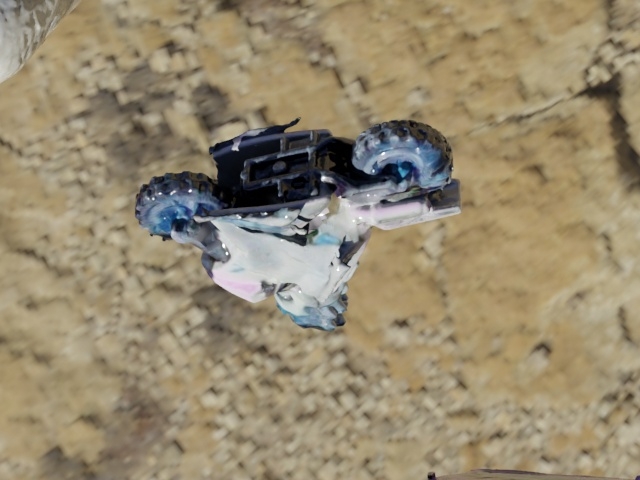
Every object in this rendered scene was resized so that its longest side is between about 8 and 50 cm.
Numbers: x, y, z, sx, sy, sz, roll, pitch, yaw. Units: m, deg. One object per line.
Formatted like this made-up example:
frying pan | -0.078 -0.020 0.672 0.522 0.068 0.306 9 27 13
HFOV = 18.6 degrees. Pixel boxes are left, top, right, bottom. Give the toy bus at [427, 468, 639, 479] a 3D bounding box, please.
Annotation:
toy bus | 0.175 0.238 1.613 0.274 0.112 0.090 -5 104 56

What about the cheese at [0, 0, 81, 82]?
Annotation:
cheese | -0.291 -0.212 1.590 0.189 0.198 0.154 25 138 11

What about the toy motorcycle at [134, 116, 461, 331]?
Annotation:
toy motorcycle | 0.001 -0.005 1.494 0.239 0.108 0.204 1 143 26
